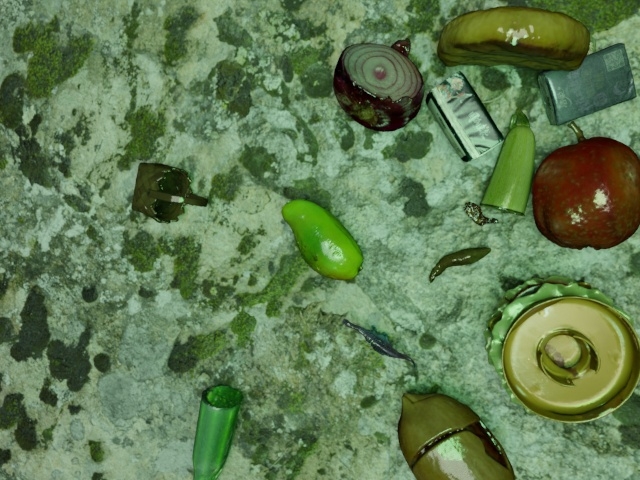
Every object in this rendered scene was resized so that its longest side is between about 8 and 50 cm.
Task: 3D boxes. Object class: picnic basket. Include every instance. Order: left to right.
[{"bbox_3d":[-0.358,-0.107,1.098,0.178,0.128,0.138,18,102,19],"label":"picnic basket"}]

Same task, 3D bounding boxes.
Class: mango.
[{"bbox_3d":[0.000,0.000,1.045,0.233,0.111,0.125,42,99,6],"label":"mango"}]

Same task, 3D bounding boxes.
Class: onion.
[{"bbox_3d":[0.133,-0.341,0.971,0.195,0.140,0.218,22,64,8],"label":"onion"}]

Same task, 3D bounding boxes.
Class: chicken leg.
[{"bbox_3d":[0.352,-0.054,1.007,0.083,0.021,0.036,38,93,5],"label":"chicken leg"}]

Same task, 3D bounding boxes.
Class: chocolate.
[{"bbox_3d":[-0.281,0.526,1.177,0.110,0.110,0.291,16,102,10],"label":"chocolate"}]

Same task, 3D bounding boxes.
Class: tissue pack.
[{"bbox_3d":[0.299,-0.253,0.953,0.090,0.103,0.170,-30,90,10],"label":"tissue pack"},{"bbox_3d":[0.534,-0.312,0.916,0.156,0.051,0.112,-19,102,12],"label":"tissue pack"}]

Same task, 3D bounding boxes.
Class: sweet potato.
[{"bbox_3d":[0.307,0.046,1.021,0.153,0.038,0.041,-27,68,16],"label":"sweet potato"}]

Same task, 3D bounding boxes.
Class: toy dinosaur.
[{"bbox_3d":[0.137,0.237,1.058,0.197,0.080,0.045,32,99,7],"label":"toy dinosaur"}]

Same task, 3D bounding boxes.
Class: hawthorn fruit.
[{"bbox_3d":[0.512,-0.108,0.876,0.205,0.205,0.253,-3,91,13],"label":"hawthorn fruit"}]

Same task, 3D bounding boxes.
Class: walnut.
[{"bbox_3d":[0.281,0.461,0.997,0.298,0.203,0.203,44,104,16],"label":"walnut"}]

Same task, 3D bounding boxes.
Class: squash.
[{"bbox_3d":[0.403,-0.167,0.959,0.094,0.094,0.224,11,92,11],"label":"squash"}]

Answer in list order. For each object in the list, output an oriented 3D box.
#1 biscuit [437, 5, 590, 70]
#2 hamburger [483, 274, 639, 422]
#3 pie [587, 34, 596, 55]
[{"bbox_3d":[0.361,-0.380,0.857,0.274,0.213,0.091,13,101,17],"label":"biscuit"},{"bbox_3d":[0.473,0.207,0.913,0.274,0.212,0.275,2,96,15],"label":"hamburger"},{"bbox_3d":[0.520,-0.392,0.932,0.085,0.017,0.085,2,98,12],"label":"pie"}]
